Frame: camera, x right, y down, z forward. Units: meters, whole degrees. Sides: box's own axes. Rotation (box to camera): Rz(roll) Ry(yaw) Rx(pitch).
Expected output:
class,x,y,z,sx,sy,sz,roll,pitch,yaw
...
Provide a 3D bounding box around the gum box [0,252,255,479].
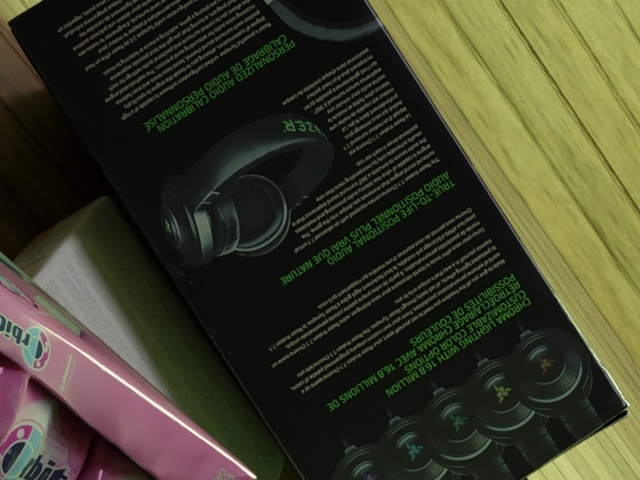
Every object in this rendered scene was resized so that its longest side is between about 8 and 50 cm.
class,x,y,z,sx,sy,sz,roll,pitch,yaw
gum box,-0.110,0.022,0.442,0.188,0.062,0.107,34,-7,42

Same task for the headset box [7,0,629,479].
class,x,y,z,sx,sy,sz,roll,pitch,yaw
headset box,0.000,0.000,0.790,0.283,0.131,0.246,57,-3,-1

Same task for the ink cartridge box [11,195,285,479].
class,x,y,z,sx,sy,sz,roll,pitch,yaw
ink cartridge box,-0.080,0.075,0.669,0.145,0.045,0.179,57,20,-11
